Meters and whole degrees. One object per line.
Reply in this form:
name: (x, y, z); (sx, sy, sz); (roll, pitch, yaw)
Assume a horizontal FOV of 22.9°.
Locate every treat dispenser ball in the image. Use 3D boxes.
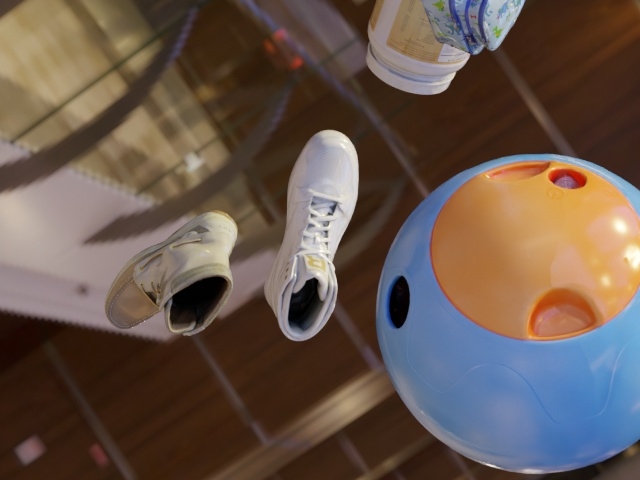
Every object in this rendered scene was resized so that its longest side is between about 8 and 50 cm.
treat dispenser ball: (0.194, 0.065, 1.423); (0.288, 0.288, 0.288); (54, 8, -11)

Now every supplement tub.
supplement tub: (0.147, -0.310, 2.100); (0.144, 0.199, 0.144); (13, 37, -10)

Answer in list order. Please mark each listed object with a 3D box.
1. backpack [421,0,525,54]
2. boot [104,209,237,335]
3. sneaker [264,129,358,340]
backpack: (0.160, -0.261, 1.641); (0.084, 0.105, 0.114); (23, -18, 34)
boot: (-0.191, 0.069, 1.962); (0.077, 0.213, 0.165); (45, 18, -24)
sneaker: (0.000, 0.000, 2.260); (0.108, 0.292, 0.169); (10, 18, -13)
